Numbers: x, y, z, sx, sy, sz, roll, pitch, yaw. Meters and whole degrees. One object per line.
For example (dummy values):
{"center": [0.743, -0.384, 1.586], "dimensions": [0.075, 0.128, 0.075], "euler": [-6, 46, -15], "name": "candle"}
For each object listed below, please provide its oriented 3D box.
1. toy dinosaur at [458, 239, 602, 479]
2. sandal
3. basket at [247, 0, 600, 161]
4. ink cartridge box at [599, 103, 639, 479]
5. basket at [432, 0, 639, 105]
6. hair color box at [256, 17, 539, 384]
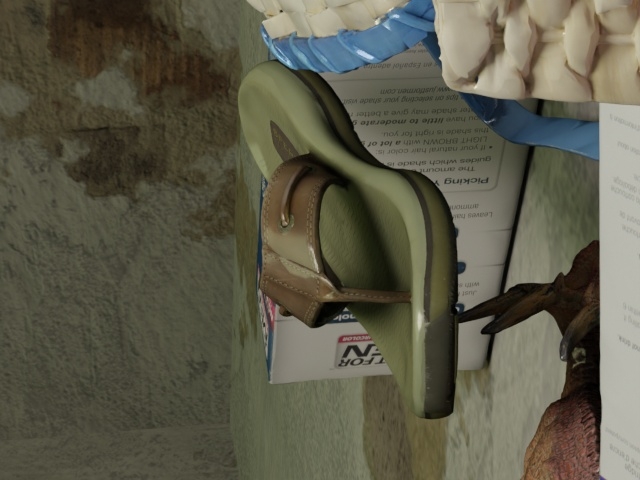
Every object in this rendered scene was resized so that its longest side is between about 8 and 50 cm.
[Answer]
{"center": [0.138, 0.123, 0.805], "dimensions": [0.295, 0.127, 0.200], "euler": [-103, 11, -50], "name": "toy dinosaur"}
{"center": [0.000, 0.001, 0.874], "dimensions": [0.303, 0.086, 0.120], "euler": [-129, 31, -55], "name": "sandal"}
{"center": [0.069, -0.152, 0.845], "dimensions": [0.289, 0.201, 0.255], "euler": [54, 170, -20], "name": "basket"}
{"center": [0.170, -0.026, 0.578], "dimensions": [0.165, 0.065, 0.332], "euler": [34, 133, 54], "name": "ink cartridge box"}
{"center": [0.084, -0.121, 0.415], "dimensions": [0.167, 0.113, 0.103], "euler": [80, -162, -50], "name": "basket"}
{"center": [0.048, -0.054, 1.153], "dimensions": [0.105, 0.174, 0.347], "euler": [-102, 13, -46], "name": "hair color box"}
